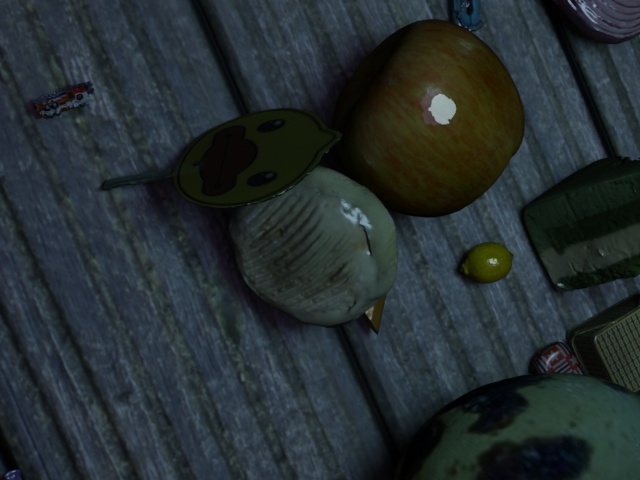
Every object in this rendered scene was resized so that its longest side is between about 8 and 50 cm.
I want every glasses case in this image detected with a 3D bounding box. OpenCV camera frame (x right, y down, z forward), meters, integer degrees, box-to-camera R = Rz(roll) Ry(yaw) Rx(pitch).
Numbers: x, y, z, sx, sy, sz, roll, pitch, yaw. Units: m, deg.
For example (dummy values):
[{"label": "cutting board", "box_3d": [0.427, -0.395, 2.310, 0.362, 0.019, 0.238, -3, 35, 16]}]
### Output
[{"label": "glasses case", "box_3d": [0.385, 0.247, 1.371, 0.073, 0.049, 0.194, -32, 96, -12]}]

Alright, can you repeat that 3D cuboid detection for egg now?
[{"label": "egg", "box_3d": [0.292, 0.348, 1.186, 0.427, 0.345, 0.345, -19, 92, -14]}]

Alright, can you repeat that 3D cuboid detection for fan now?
[{"label": "fan", "box_3d": [-0.132, -0.105, 1.189, 0.334, 0.230, 0.011, -10, 127, 11]}]

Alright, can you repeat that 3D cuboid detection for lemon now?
[{"label": "lemon", "box_3d": [0.248, 0.034, 1.339, 0.083, 0.062, 0.062, -15, 91, -2]}]

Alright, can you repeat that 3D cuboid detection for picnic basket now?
[{"label": "picnic basket", "box_3d": [0.475, 0.159, 1.385, 0.164, 0.079, 0.115, -28, 94, -15]}]

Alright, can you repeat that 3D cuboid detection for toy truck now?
[{"label": "toy truck", "box_3d": [-0.342, -0.189, 1.206, 0.083, 0.024, 0.032, -22, 64, -13]}]

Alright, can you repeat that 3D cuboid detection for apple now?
[{"label": "apple", "box_3d": [0.151, -0.154, 1.223, 0.264, 0.264, 0.264, 1, 87, -15]}]

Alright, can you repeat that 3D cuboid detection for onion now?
[{"label": "onion", "box_3d": [0.420, -0.445, 1.381, 0.227, 0.120, 0.283, -44, 102, -11]}]

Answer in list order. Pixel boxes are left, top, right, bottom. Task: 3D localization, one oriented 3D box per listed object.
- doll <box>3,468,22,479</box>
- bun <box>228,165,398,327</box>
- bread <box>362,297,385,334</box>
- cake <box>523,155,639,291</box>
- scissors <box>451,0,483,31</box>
[{"label": "doll", "box_3d": [-0.421, 0.345, 1.136, 0.205, 0.067, 0.110, 0, 78, -5]}, {"label": "bun", "box_3d": [0.000, 0.000, 1.205, 0.239, 0.239, 0.141, 52, 42, -7]}, {"label": "bread", "box_3d": [0.064, 0.078, 1.291, 0.062, 0.049, 0.103, 13, 82, -14]}, {"label": "cake", "box_3d": [0.409, -0.013, 1.284, 0.172, 0.283, 0.158, -29, 95, 1]}, {"label": "scissors", "box_3d": [0.226, -0.506, 1.377, 0.180, 0.032, 0.393, 2, 85, -16]}]
